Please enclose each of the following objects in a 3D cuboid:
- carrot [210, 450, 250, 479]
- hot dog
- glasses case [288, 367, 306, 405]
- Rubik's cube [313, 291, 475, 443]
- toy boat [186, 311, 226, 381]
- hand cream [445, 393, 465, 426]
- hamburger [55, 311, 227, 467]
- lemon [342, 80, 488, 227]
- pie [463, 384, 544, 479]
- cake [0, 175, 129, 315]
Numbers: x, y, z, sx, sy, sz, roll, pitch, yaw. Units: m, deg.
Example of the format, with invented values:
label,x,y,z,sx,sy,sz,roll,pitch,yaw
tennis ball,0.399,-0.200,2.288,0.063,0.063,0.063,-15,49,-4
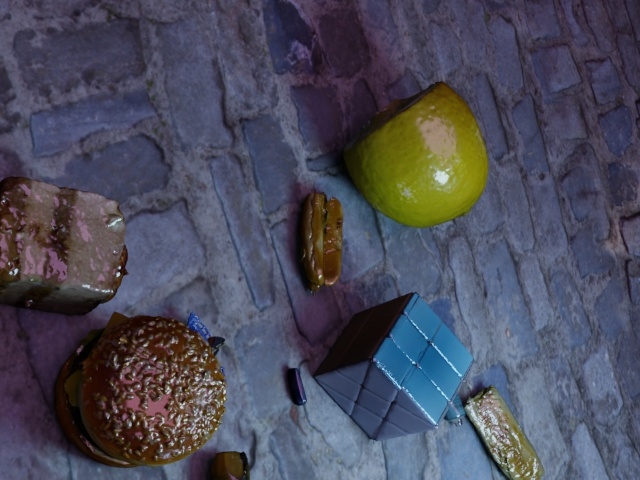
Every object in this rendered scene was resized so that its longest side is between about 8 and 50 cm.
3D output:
label,x,y,z,sx,sy,sz,roll,pitch,yaw
carrot,-0.172,0.496,1.547,0.082,0.082,0.173,8,67,-35
hot dog,0.000,0.000,1.883,0.109,0.072,0.269,20,60,-28
glasses case,-0.053,0.318,1.740,0.023,0.033,0.083,-10,78,-29
Rubik's cube,0.166,0.287,1.796,0.231,0.221,0.224,48,50,-12
toy boat,-0.223,0.221,1.594,0.091,0.110,0.175,1,66,-56
hand cream,0.306,0.354,2.002,0.083,0.048,0.224,-5,69,-39
hamburger,-0.314,0.269,1.436,0.291,0.225,0.291,15,63,-30
lemon,0.254,-0.190,1.981,0.364,0.364,0.364,15,64,-33
pie,0.465,0.501,2.040,0.128,0.068,0.282,-33,93,-29
cake,-0.465,0.026,1.438,0.293,0.199,0.196,16,61,-34
